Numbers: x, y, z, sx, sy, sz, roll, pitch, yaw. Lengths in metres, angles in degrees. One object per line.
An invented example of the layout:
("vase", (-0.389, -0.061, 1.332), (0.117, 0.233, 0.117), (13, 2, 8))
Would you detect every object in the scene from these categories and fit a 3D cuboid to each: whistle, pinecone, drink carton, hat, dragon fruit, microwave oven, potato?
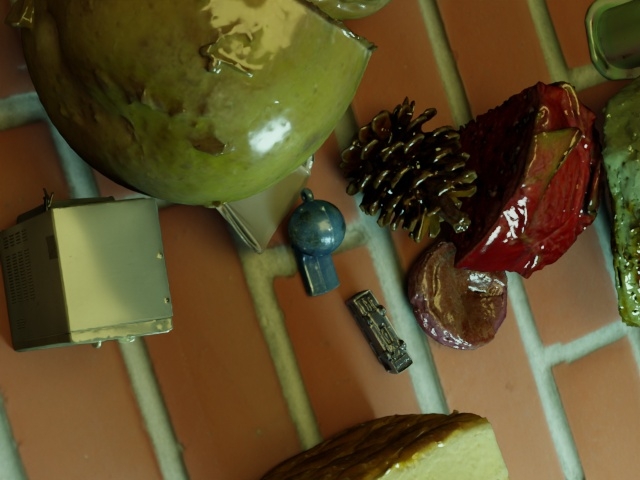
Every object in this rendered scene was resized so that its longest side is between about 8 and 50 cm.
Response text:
("whistle", (0.000, 0.000, 1.911), (0.090, 0.090, 0.157), (-22, 98, -29))
("pinecone", (0.138, -0.095, 1.959), (0.212, 0.168, 0.185), (45, 79, -2))
("drink carton", (0.545, -0.353, 2.233), (0.144, 0.142, 0.146), (-7, 88, -29))
("hat", (-0.125, -0.106, 1.872), (0.219, 0.164, 0.226), (-57, 149, -31))
("dragon fruit", (0.339, -0.114, 2.079), (0.330, 0.302, 0.240), (3, 38, -48))
("microwave oven", (-0.294, 0.039, 1.660), (0.145, 0.240, 0.193), (-4, 85, -28))
("potato", (-0.186, -0.215, 1.614), (0.385, 0.442, 0.319), (24, 97, -48))

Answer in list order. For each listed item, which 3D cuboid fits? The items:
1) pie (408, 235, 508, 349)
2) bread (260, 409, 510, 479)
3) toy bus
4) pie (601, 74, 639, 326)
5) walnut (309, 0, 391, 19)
("pie", (0.213, 0.080, 2.043), (0.182, 0.050, 0.182), (8, 75, -30))
("bread", (0.085, 0.367, 1.804), (0.279, 0.279, 0.207), (-25, 94, -26))
("toy bus", (0.086, 0.135, 1.964), (0.037, 0.052, 0.130), (-34, 98, -23))
("pie", (0.548, -0.077, 2.116), (0.395, 0.180, 0.418), (-18, 99, -53))
("walnut", (0.007, -0.457, 1.859), (0.344, 0.306, 0.306), (14, 77, -33))
